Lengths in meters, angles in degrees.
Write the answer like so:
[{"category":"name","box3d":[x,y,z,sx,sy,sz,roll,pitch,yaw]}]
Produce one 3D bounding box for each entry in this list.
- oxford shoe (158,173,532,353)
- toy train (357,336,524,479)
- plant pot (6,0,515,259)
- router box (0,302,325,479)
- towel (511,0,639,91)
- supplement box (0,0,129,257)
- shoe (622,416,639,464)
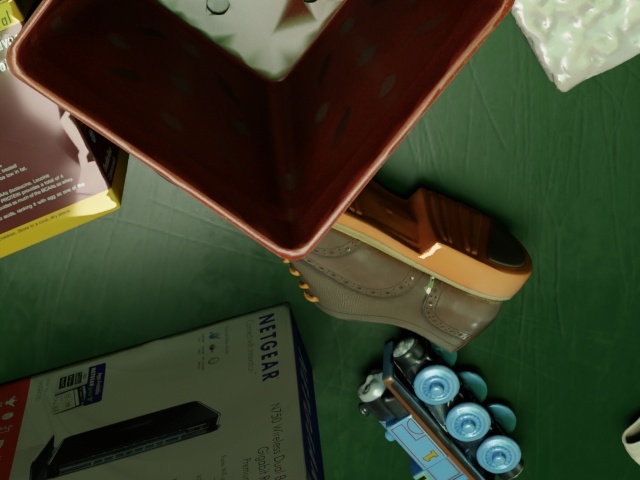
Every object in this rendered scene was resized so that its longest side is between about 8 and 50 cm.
[{"category":"oxford shoe","box3d":[0.000,0.000,1.322,0.363,0.130,0.133,24,118,-12]},{"category":"toy train","box3d":[0.113,0.171,1.430,0.105,0.080,0.184,-35,112,18]},{"category":"plant pot","box3d":[-0.046,-0.196,1.169,0.267,0.236,0.267,35,108,-16]},{"category":"router box","box3d":[-0.150,0.199,1.287,0.301,0.335,0.082,-17,114,3]},{"category":"towel","box3d":[0.252,-0.328,1.227,0.317,0.053,0.332,-30,112,11]},{"category":"supplement box","box3d":[-0.287,-0.097,1.257,0.191,0.129,0.194,-22,114,7]},{"category":"shoe","box3d":[0.380,0.145,1.432,0.219,0.076,0.058,-42,115,16]}]
